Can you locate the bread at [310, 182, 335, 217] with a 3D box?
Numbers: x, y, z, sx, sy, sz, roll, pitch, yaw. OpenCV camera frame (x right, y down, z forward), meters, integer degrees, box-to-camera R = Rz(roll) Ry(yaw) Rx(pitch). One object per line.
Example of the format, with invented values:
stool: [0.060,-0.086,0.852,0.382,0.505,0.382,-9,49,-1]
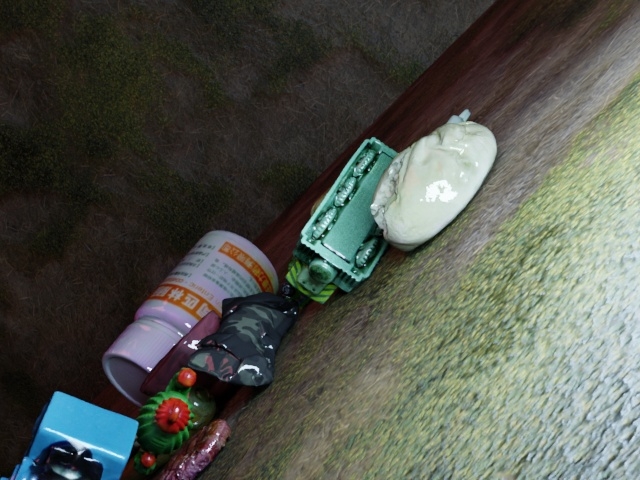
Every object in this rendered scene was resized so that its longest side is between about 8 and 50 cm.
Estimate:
bread: [0.075,-0.091,2.084,0.213,0.105,0.213,-46,3,3]

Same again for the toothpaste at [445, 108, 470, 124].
toothpaste: [0.210,-0.159,1.952,0.233,0.038,0.060,-50,4,-6]

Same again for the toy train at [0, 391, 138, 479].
toy train: [-0.406,0.408,1.570,0.265,0.188,0.300,-87,22,-62]

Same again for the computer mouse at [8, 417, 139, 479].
computer mouse: [-0.495,0.493,2.077,0.429,0.145,0.228,-29,7,28]

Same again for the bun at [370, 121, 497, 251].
bun: [0.157,-0.089,1.525,0.237,0.116,0.210,-51,7,-37]

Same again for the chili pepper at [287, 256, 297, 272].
chili pepper: [0.002,0.001,2.182,0.098,0.061,0.224,-47,4,39]

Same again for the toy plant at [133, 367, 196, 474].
toy plant: [-0.240,0.275,1.626,0.240,0.088,0.154,-59,8,44]

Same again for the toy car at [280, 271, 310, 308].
toy car: [-0.006,0.055,1.907,0.165,0.062,0.071,-44,8,20]

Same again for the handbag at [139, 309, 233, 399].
handbag: [-0.225,0.240,1.907,0.225,0.135,0.146,-46,6,42]

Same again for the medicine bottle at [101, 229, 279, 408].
medicine bottle: [-0.276,0.175,2.207,0.388,0.219,0.219,-51,8,-33]

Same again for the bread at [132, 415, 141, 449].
bread: [-0.306,0.350,1.949,0.214,0.053,0.073,-12,-61,-72]

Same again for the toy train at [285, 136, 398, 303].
toy train: [0.054,-0.024,1.766,0.330,0.138,0.178,-56,2,-41]

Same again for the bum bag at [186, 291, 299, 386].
bum bag: [-0.129,0.168,1.761,0.340,0.144,0.095,-69,-18,-69]

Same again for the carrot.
carrot: [-0.290,0.370,1.836,0.298,0.078,0.078,-47,6,23]

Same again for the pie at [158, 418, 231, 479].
pie: [-0.193,0.332,1.577,0.154,0.036,0.154,-44,6,6]
